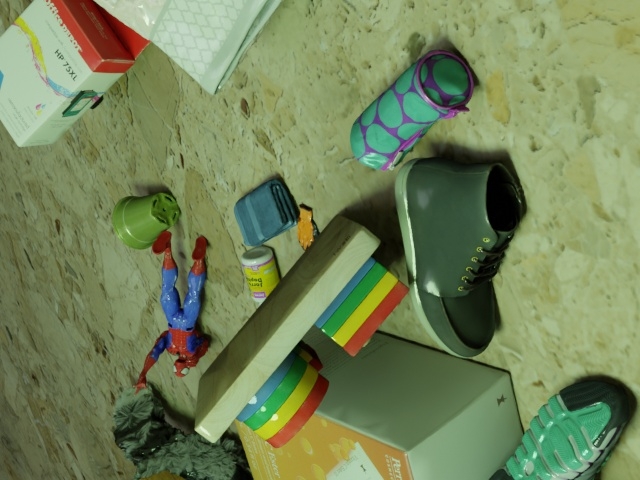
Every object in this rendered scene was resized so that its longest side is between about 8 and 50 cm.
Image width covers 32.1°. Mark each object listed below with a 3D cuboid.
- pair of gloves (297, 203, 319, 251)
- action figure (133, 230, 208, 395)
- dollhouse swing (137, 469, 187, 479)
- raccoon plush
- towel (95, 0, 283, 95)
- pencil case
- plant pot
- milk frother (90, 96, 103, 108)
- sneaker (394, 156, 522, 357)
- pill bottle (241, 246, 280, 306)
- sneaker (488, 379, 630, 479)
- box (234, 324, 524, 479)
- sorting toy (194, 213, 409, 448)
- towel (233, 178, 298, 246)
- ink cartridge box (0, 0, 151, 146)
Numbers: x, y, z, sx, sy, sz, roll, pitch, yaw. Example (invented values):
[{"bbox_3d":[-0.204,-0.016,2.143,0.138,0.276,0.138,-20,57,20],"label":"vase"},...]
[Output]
[{"bbox_3d":[0.000,0.000,1.367,0.083,0.010,0.074,32,139,36],"label":"pair of gloves"},{"bbox_3d":[-0.219,0.134,1.661,0.091,0.139,0.280,11,136,6],"label":"action figure"},{"bbox_3d":[-0.059,0.383,1.401,0.305,0.315,0.347,63,-168,11],"label":"dollhouse swing"},{"bbox_3d":[-0.186,0.456,1.913,0.446,0.216,0.299,-114,0,-55],"label":"raccoon plush"},{"bbox_3d":[-0.152,-0.346,1.105,0.317,0.053,0.332,39,132,-2],"label":"towel"},{"bbox_3d":[0.088,-0.124,1.092,0.151,0.064,0.070,-42,64,58],"label":"pencil case"},{"bbox_3d":[-0.249,-0.035,1.634,0.079,0.083,0.083,-19,100,46],"label":"plant pot"},{"bbox_3d":[-0.398,-0.228,1.613,0.135,0.143,0.129,36,149,29],"label":"milk frother"},{"bbox_3d":[0.151,0.025,1.108,0.118,0.083,0.222,6,121,49],"label":"sneaker"},{"bbox_3d":[-0.076,0.053,1.485,0.043,0.043,0.083,16,128,48],"label":"pill bottle"},{"bbox_3d":[0.259,0.224,1.148,0.224,0.098,0.083,-55,37,35],"label":"sneaker"},{"bbox_3d":[0.064,0.246,1.327,0.345,0.168,0.215,12,125,50],"label":"box"},{"bbox_3d":[-0.018,0.103,1.192,0.089,0.255,0.257,40,180,-7],"label":"sorting toy"},{"bbox_3d":[-0.072,-0.034,1.417,0.119,0.029,0.067,-27,82,61],"label":"towel"},{"bbox_3d":[-0.344,-0.247,1.483,0.231,0.078,0.134,-40,80,24],"label":"ink cartridge box"}]
